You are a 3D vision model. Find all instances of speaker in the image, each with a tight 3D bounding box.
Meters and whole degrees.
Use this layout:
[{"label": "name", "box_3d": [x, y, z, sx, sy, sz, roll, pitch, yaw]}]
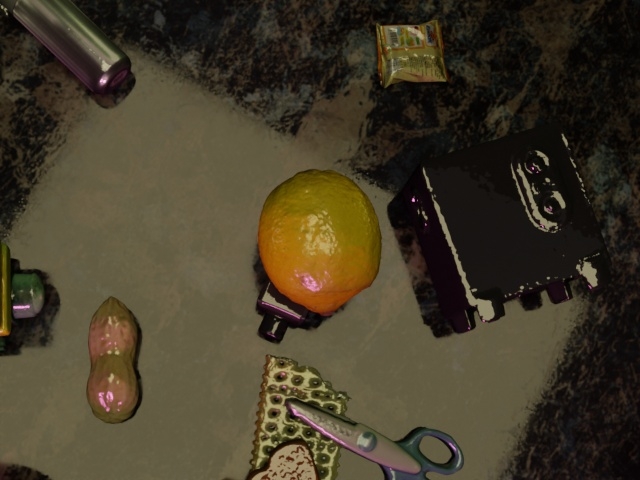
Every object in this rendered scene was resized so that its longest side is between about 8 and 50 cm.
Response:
[{"label": "speaker", "box_3d": [0.273, -0.013, 1.578, 0.232, 0.184, 0.253, -16, 81, -8]}]

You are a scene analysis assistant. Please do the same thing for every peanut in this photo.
[{"label": "peanut", "box_3d": [-0.306, 0.176, 1.547, 0.082, 0.082, 0.187, 0, 81, -5]}]

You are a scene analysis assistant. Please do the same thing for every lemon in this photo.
[{"label": "lemon", "box_3d": [0.000, -0.003, 1.478, 0.181, 0.180, 0.193, 11, 61, -3]}]

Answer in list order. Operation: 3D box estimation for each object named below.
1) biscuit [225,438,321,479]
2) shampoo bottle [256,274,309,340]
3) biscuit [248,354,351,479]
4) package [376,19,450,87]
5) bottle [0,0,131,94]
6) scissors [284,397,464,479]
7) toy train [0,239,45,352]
[{"label": "biscuit", "box_3d": [-0.034, 0.459, 1.540, 0.301, 0.043, 0.278, 36, 84, 0]}, {"label": "shampoo bottle", "box_3d": [-0.029, 0.033, 1.596, 0.079, 0.080, 0.246, 23, 79, 1]}, {"label": "biscuit", "box_3d": [-0.029, 0.284, 1.587, 0.144, 0.016, 0.203, 10, 81, -3]}, {"label": "package", "box_3d": [0.146, -0.301, 1.691, 0.121, 0.031, 0.108, -6, 82, -11]}, {"label": "bottle", "box_3d": [-0.408, -0.329, 1.628, 0.254, 0.079, 0.096, 44, 118, 2]}, {"label": "scissors", "box_3d": [0.074, 0.306, 1.570, 0.289, 0.041, 0.138, 29, 81, -6]}, {"label": "toy train", "box_3d": [-0.616, 0.075, 1.443, 0.442, 0.272, 0.179, -2, 78, -5]}]
